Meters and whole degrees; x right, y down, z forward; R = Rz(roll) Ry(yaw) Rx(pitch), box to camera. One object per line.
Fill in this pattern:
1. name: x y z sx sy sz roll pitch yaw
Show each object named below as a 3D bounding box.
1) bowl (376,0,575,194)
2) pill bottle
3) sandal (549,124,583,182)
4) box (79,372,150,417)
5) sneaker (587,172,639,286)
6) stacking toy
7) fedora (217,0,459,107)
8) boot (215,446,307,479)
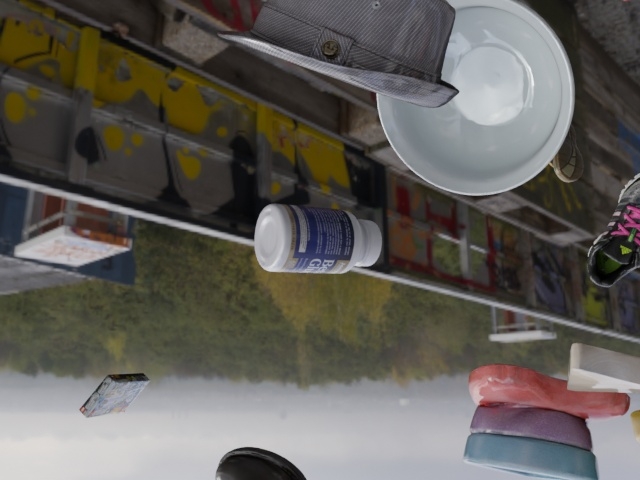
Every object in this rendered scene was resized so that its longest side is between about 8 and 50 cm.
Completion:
1. bowl: 0.247 -0.230 0.954 0.297 0.298 0.134 -13 -165 38
2. pill bottle: 0.000 0.000 0.885 0.169 0.094 0.094 3 165 -31
3. sandal: 0.430 -0.164 1.123 0.072 0.180 0.049 32 134 -21
4. box: -0.425 0.320 1.291 0.027 0.094 0.137 39 180 18
5. sneaker: 0.379 -0.007 0.762 0.063 0.075 0.171 27 132 12
6. stacking toy: 0.295 0.204 0.569 0.308 0.131 0.279 10 159 2
7. fedora: 0.035 -0.246 0.683 0.275 0.124 0.243 26 -159 19
8. boot: -0.088 0.305 0.584 0.228 0.091 0.263 2 -160 -46
